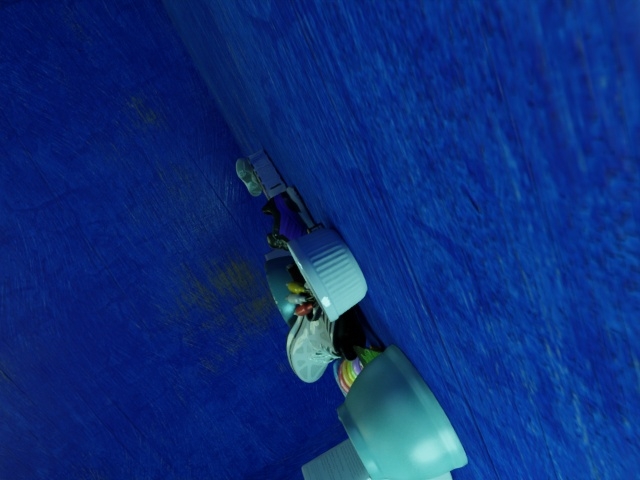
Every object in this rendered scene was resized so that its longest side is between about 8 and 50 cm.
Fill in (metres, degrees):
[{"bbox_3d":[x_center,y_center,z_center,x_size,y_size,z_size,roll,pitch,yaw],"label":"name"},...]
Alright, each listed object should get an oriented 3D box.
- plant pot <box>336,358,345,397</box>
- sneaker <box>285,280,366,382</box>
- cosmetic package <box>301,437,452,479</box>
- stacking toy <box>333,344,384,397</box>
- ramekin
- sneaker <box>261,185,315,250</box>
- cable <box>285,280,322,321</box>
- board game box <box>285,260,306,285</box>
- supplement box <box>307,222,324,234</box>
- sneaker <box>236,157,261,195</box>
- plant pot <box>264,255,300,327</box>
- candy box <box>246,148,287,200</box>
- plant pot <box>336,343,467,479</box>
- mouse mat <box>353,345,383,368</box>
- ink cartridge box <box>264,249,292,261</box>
[{"bbox_3d":[0.174,0.681,2.136,0.188,0.188,0.166,-170,65,-82],"label":"plant pot"},{"bbox_3d":[0.010,0.350,1.327,0.257,0.169,0.447,-127,41,-54],"label":"sneaker"},{"bbox_3d":[0.167,0.683,1.196,0.217,0.385,0.156,67,171,-26],"label":"cosmetic package"},{"bbox_3d":[0.153,0.406,1.307,0.175,0.166,0.301,59,159,25],"label":"stacking toy"},{"bbox_3d":[0.019,0.069,0.925,0.207,0.109,0.207,60,173,12],"label":"ramekin"},{"bbox_3d":[-0.075,0.000,1.185,0.293,0.146,0.102,61,174,6],"label":"sneaker"},{"bbox_3d":[-0.017,0.170,1.169,0.287,0.072,0.139,-25,82,61],"label":"cable"},{"bbox_3d":[-0.008,0.153,1.383,0.030,0.136,0.259,50,167,55],"label":"board game box"},{"bbox_3d":[0.000,0.000,1.064,0.055,0.043,0.083,58,172,24],"label":"supplement box"},{"bbox_3d":[-0.260,-0.228,1.444,0.061,0.054,0.152,58,172,51],"label":"sneaker"},{"bbox_3d":[-0.062,0.172,1.542,0.290,0.196,0.290,-24,-90,-88],"label":"plant pot"},{"bbox_3d":[-0.175,-0.200,1.452,0.196,0.070,0.164,57,173,34],"label":"candy box"},{"bbox_3d":[0.160,0.417,0.932,0.293,0.196,0.293,59,173,11],"label":"plant pot"},{"bbox_3d":[0.179,0.383,1.162,0.153,0.007,0.189,-2,120,50],"label":"mouse mat"},{"bbox_3d":[-0.123,0.149,2.003,0.272,0.197,0.114,66,174,-34],"label":"ink cartridge box"}]
